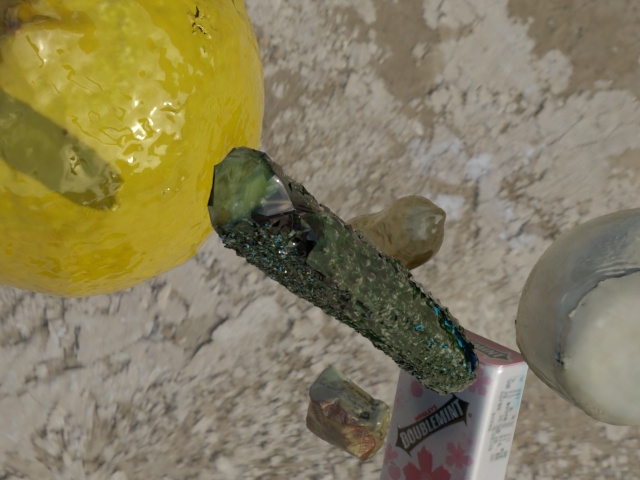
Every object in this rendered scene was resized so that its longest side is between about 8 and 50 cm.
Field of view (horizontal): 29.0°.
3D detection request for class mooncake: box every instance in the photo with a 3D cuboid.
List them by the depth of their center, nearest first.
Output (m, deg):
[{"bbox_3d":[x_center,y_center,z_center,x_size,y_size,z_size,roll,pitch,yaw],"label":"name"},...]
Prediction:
[{"bbox_3d":[0.038,0.262,1.812,0.125,0.130,0.073,32,59,21],"label":"mooncake"}]

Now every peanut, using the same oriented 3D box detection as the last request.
[{"bbox_3d":[0.093,0.003,1.769,0.120,0.236,0.110,32,58,-19],"label":"peanut"}]

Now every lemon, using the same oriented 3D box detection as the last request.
[{"bbox_3d":[-0.196,-0.111,0.973,0.336,0.336,0.336,2,78,-10],"label":"lemon"}]

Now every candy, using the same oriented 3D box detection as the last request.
[{"bbox_3d":[0.381,0.085,1.516,0.295,0.185,0.295,2,108,7],"label":"candy"}]

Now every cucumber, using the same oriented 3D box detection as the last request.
[{"bbox_3d":[0.026,0.027,0.607,0.044,0.256,0.043,-2,65,30],"label":"cucumber"}]

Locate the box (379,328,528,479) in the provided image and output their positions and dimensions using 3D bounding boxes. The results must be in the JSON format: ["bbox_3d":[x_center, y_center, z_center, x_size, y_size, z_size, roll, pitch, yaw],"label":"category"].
[{"bbox_3d":[0.190,0.325,1.895,0.112,0.190,0.370,-2,107,-43],"label":"box"}]
